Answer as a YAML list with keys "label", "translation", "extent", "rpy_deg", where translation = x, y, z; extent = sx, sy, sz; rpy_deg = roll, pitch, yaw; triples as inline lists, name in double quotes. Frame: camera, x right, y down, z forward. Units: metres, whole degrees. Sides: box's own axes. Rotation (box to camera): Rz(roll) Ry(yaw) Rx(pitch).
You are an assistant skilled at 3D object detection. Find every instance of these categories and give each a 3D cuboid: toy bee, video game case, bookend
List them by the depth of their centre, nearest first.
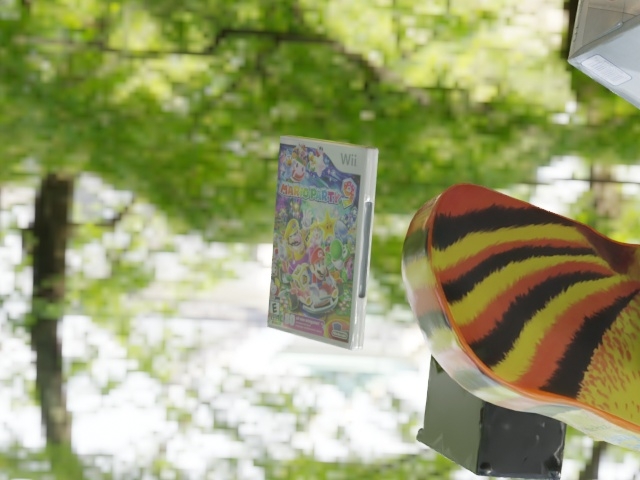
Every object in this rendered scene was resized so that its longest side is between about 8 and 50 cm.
- label: "toy bee"
  translation: [0.181, 0.072, 0.905]
  extent: [0.298, 0.162, 0.195]
  rpy_deg: [6, 168, 11]
- label: "video game case"
  translation: [0.000, 0.000, 1.188]
  extent: [0.011, 0.122, 0.087]
  rpy_deg: [0, -173, -38]
- label: "bookend"
  translation: [0.142, 0.103, 1.586]
  extent: [0.072, 0.156, 0.157]
  rpy_deg: [5, -177, -16]

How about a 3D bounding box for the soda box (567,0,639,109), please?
- label: "soda box"
  translation: [0.293, -0.099, 1.236]
  extent: [0.286, 0.098, 0.091]
  rpy_deg: [29, 148, -26]
